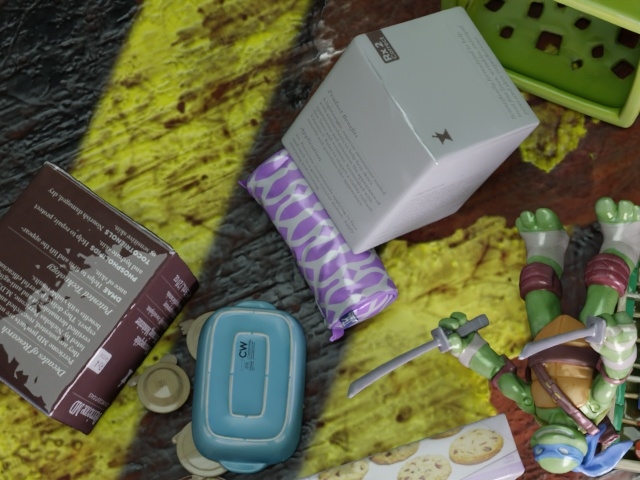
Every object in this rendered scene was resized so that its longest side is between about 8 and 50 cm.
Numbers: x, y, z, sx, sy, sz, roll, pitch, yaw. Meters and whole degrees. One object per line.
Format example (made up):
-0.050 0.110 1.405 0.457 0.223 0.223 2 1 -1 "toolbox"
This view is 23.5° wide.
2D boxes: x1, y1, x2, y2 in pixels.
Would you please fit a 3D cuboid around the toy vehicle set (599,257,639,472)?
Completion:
0.380 0.110 1.564 0.166 0.035 0.267 7 77 7 "toy vehicle set"

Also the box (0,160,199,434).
-0.256 0.062 1.563 0.167 0.168 0.203 34 82 11 "box"

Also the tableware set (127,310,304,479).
-0.111 0.159 1.594 0.141 0.020 0.168 -34 71 -16 "tableware set"

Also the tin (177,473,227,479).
-0.107 0.330 1.553 0.106 0.040 0.189 -17 75 5 "tin"

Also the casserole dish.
-0.073 0.142 1.572 0.114 0.037 0.188 4 64 -1 "casserole dish"

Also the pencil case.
0.000 0.000 1.604 0.088 0.086 0.206 -38 72 29 "pencil case"

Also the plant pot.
0.265 -0.280 1.579 0.227 0.228 0.207 22 72 10 "plant pot"

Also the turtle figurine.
0.213 0.067 1.476 0.275 0.198 0.266 26 56 -13 "turtle figurine"

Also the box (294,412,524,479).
0.040 0.252 1.524 0.324 0.063 0.067 -16 74 -7 "box"

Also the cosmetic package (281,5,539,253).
0.087 -0.110 1.543 0.151 0.183 0.151 -22 73 -37 "cosmetic package"
